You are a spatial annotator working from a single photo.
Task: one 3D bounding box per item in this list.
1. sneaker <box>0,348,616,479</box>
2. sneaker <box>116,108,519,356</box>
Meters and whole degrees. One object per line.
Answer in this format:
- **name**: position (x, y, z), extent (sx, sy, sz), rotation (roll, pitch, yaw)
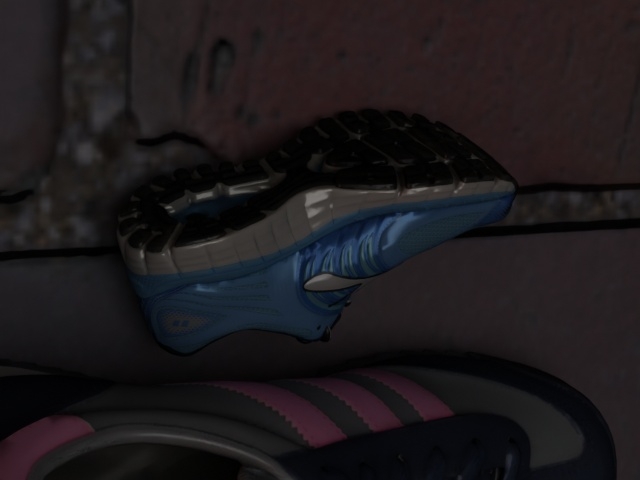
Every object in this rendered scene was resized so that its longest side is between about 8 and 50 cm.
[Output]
- **sneaker**: position (-0.003, 0.106, 0.668), extent (0.319, 0.131, 0.112), rotation (-1, 102, -28)
- **sneaker**: position (0.000, 0.000, 0.697), extent (0.162, 0.063, 0.073), rotation (-15, 126, -20)
